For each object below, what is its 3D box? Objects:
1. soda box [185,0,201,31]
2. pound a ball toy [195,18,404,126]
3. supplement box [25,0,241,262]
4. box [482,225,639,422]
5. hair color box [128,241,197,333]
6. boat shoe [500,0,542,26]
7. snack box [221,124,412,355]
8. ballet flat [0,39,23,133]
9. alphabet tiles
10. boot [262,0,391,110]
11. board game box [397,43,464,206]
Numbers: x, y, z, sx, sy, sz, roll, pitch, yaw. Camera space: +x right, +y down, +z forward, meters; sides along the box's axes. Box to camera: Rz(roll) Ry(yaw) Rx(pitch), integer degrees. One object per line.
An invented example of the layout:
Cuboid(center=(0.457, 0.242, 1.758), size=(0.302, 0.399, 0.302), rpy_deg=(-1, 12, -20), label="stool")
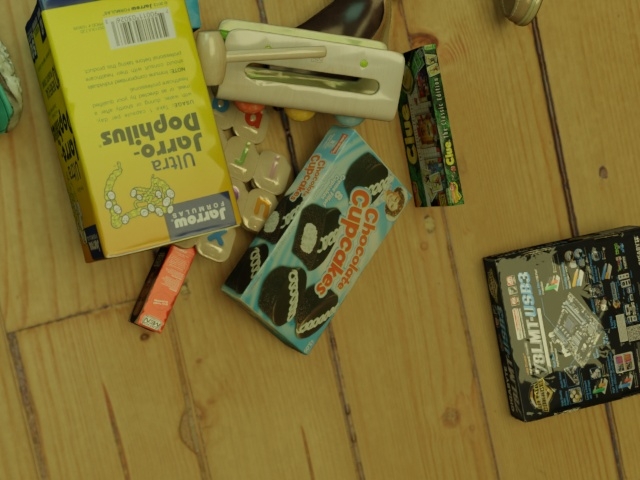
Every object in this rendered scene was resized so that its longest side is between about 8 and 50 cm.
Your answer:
Cuboid(center=(-0.291, -0.344, 1.676), size=(0.210, 0.067, 0.071), rpy_deg=(-8, 93, -21), label="soda box")
Cuboid(center=(-0.040, -0.237, 1.647), size=(0.319, 0.208, 0.135), rpy_deg=(5, 107, -13), label="pound a ball toy")
Cuboid(center=(-0.264, -0.164, 1.538), size=(0.195, 0.194, 0.356), rpy_deg=(-15, 92, -20), label="supplement box")
Cuboid(center=(0.454, 0.143, 1.949), size=(0.293, 0.073, 0.295), rpy_deg=(-12, 93, -10), label="box")
Cuboid(center=(-0.241, 0.068, 1.695), size=(0.043, 0.072, 0.141), rpy_deg=(25, 80, -19), label="hair color box")
Cuboid(center=(0.315, -0.532, 1.895), size=(0.110, 0.121, 0.341), rpy_deg=(2, 79, -17), label="boat shoe")
Cuboid(center=(0.000, 0.000, 1.761), size=(0.322, 0.060, 0.187), rpy_deg=(-56, 133, -12), label="snack box")
Cuboid(center=(-0.549, -0.333, 1.548), size=(0.409, 0.147, 0.147), rpy_deg=(45, 75, -16), label="ballet flat")
Cuboid(center=(-0.186, -0.115, 1.714), size=(0.284, 0.021, 0.278), rpy_deg=(22, 67, -20), label="alphabet tiles")
Cuboid(center=(0.006, -0.337, 1.765), size=(0.207, 0.090, 0.248), rpy_deg=(-12, 109, -18), label="boot")
Cuboid(center=(0.172, -0.183, 1.824), size=(0.030, 0.136, 0.259), rpy_deg=(-12, 94, -18), label="board game box")
